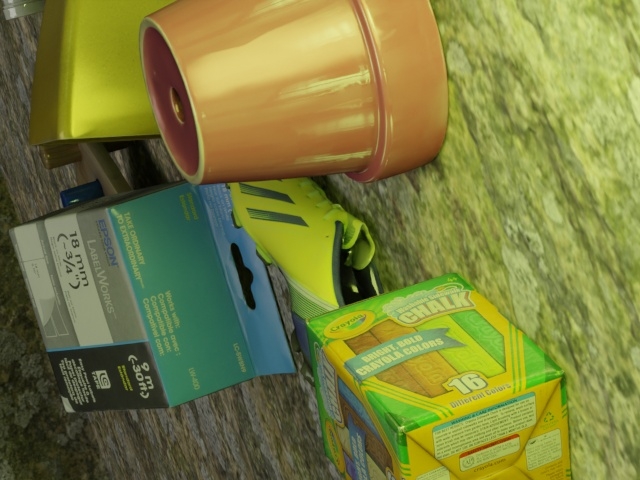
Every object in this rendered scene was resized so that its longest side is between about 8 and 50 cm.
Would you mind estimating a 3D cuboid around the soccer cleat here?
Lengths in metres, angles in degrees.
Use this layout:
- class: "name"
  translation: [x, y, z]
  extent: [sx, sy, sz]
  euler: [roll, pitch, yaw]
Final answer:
- class: "soccer cleat"
  translation: [0.001, 0.001, 1.425]
  extent: [0.121, 0.093, 0.289]
  euler: [-52, 47, 34]

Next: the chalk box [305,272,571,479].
- class: "chalk box"
  translation: [0.076, 0.117, 1.185]
  extent: [0.213, 0.132, 0.132]
  euler: [-135, 31, -54]

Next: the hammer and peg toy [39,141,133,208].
- class: "hammer and peg toy"
  translation: [-0.257, 0.014, 2.138]
  extent: [0.361, 0.127, 0.266]
  euler: [-128, 27, -46]

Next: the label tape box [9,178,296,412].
- class: "label tape box"
  translation: [-0.202, 0.065, 1.832]
  extent: [0.334, 0.106, 0.240]
  euler: [-9, 100, 49]

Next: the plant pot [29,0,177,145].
- class: "plant pot"
  translation: [-0.171, -0.193, 1.550]
  extent: [0.212, 0.212, 0.187]
  euler: [-173, 79, -72]

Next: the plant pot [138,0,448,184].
- class: "plant pot"
  translation: [-0.028, -0.126, 1.180]
  extent: [0.201, 0.180, 0.201]
  euler: [162, 90, -72]

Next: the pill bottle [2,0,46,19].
- class: "pill bottle"
  translation: [-0.466, -0.419, 2.414]
  extent: [0.087, 0.087, 0.160]
  euler: [-165, 60, -70]
